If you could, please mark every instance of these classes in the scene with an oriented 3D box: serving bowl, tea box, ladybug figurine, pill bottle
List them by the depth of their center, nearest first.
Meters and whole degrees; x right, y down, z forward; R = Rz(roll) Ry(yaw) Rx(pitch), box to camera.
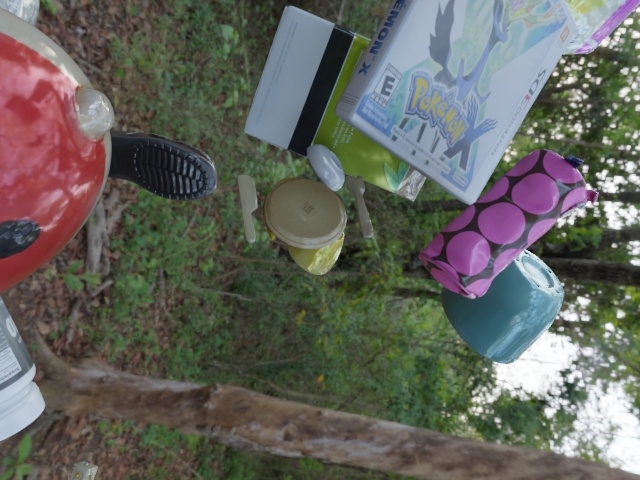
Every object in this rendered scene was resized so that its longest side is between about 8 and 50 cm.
[{"bbox_3d":[-0.389,-0.037,0.411,0.162,0.449,0.305,-110,180,-52],"label":"ladybug figurine"},{"bbox_3d":[0.014,-0.120,0.824,0.083,0.027,0.083,48,23,-28],"label":"serving bowl"},{"bbox_3d":[-0.634,0.217,0.949,0.161,0.161,0.283,-64,139,-69],"label":"pill bottle"},{"bbox_3d":[0.065,-0.270,0.983,0.329,0.323,0.220,-83,-164,-68],"label":"tea box"}]

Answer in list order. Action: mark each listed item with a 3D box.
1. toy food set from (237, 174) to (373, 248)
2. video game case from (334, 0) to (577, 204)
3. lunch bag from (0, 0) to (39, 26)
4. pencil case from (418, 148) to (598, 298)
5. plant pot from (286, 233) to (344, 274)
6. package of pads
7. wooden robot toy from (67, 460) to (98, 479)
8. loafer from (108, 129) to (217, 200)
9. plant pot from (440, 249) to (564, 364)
[{"bbox_3d":[-0.023,-0.041,0.763,0.038,0.192,0.132,111,-26,-56],"label":"toy food set"},{"bbox_3d":[0.193,-0.224,0.655,0.329,0.036,0.300,21,101,-48],"label":"video game case"},{"bbox_3d":[-0.669,-0.399,0.965,0.212,0.256,0.305,39,29,-32],"label":"lunch bag"},{"bbox_3d":[0.225,-0.016,0.630,0.209,0.098,0.095,-42,156,0],"label":"pencil case"},{"bbox_3d":[0.000,0.000,1.223,0.095,0.134,0.134,-44,-161,35],"label":"plant pot"},{"bbox_3d":[0.478,-0.463,0.925,0.296,0.229,0.101,121,-43,-60],"label":"package of pads"},{"bbox_3d":[-0.412,0.426,0.804,0.076,0.079,0.173,-4,110,-76],"label":"wooden robot toy"},{"bbox_3d":[-0.394,-0.199,1.195,0.130,0.366,0.134,-55,160,-58],"label":"loafer"},{"bbox_3d":[0.532,0.162,1.463,0.235,0.293,0.293,-52,-168,33],"label":"plant pot"}]
